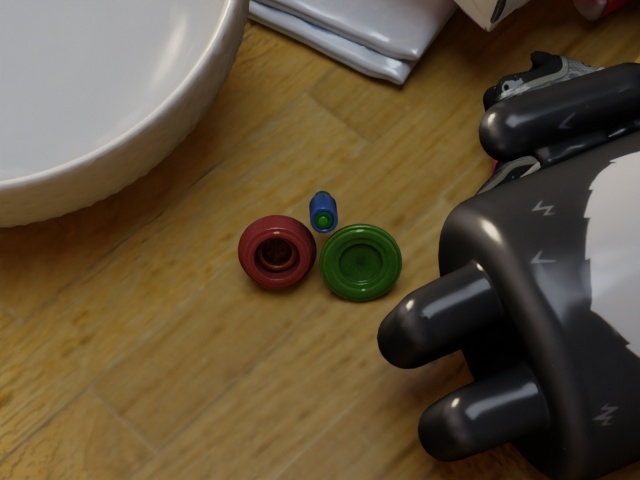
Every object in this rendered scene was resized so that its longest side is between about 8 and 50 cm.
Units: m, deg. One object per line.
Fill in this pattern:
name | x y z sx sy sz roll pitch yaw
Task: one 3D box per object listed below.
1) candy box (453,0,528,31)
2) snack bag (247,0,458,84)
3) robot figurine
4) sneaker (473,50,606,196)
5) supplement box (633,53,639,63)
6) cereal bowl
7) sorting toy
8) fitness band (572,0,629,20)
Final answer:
candy box | 0.125 -0.256 0.983 0.196 0.070 0.165 -38 74 -24
snack bag | -0.004 -0.296 1.130 0.342 0.037 0.323 26 63 17
robot figurine | 0.175 0.029 0.835 0.278 0.209 0.173 -21 30 -11
sneaker | 0.128 -0.063 0.963 0.075 0.063 0.170 29 58 18
supplement box | 0.286 -0.146 1.002 0.078 0.080 0.233 31 62 20
cereal bowl | -0.208 -0.155 0.968 0.339 0.141 0.339 -1 69 2
sorting toy | 0.000 0.000 0.939 0.102 0.061 0.042 6 23 -3
fitness band | 0.187 -0.271 1.073 0.291 0.054 0.209 -33 72 -25
